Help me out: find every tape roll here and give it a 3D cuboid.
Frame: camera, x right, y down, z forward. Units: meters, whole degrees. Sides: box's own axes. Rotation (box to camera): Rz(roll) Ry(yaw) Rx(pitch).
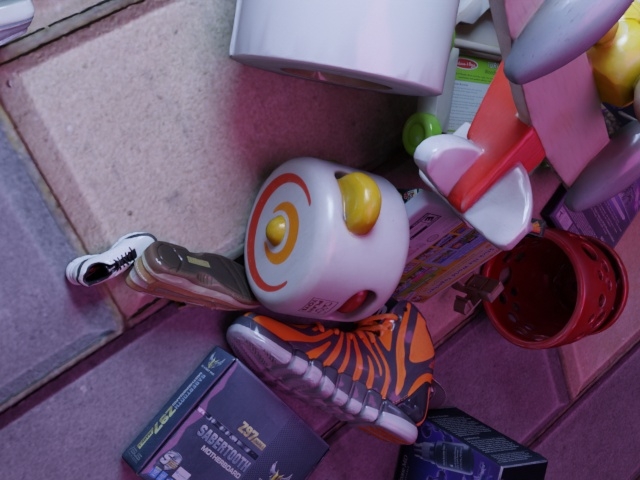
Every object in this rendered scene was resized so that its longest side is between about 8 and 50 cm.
[{"bbox_3d":[0.032,-0.263,0.838,0.246,0.246,0.169,3,100,-35],"label":"tape roll"}]

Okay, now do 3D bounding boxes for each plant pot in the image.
[{"bbox_3d":[0.384,0.077,1.209,0.174,0.191,0.191,4,100,-39],"label":"plant pot"}]

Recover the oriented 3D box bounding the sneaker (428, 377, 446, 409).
[{"bbox_3d":[0.148,0.236,1.161,0.158,0.065,0.061,26,87,-36],"label":"sneaker"}]

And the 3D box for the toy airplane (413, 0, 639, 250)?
[{"bbox_3d":[0.282,-0.156,0.815,0.386,0.272,0.384,-31,133,-43],"label":"toy airplane"}]

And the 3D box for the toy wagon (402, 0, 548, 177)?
[{"bbox_3d":[0.234,-0.229,0.995,0.267,0.068,0.344,0,101,-35],"label":"toy wagon"}]

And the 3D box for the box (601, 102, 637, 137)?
[{"bbox_3d":[0.476,-0.205,1.137,0.165,0.270,0.143,-19,68,-29],"label":"box"}]

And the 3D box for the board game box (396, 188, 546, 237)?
[{"bbox_3d":[0.186,-0.037,1.071,0.259,0.136,0.030,11,84,-36],"label":"board game box"}]

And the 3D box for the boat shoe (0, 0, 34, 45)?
[{"bbox_3d":[-0.368,-0.160,0.698,0.227,0.079,0.081,-29,127,-20],"label":"boat shoe"}]

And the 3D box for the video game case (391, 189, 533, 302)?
[{"bbox_3d":[0.140,0.017,1.028,0.206,0.227,0.026,11,53,-36],"label":"video game case"}]

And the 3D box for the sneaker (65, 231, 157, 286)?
[{"bbox_3d":[-0.231,0.025,0.855,0.109,0.044,0.040,-30,115,-27],"label":"sneaker"}]

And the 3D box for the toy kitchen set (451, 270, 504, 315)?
[{"bbox_3d":[0.219,0.063,1.153,0.068,0.083,0.075,-45,123,-17],"label":"toy kitchen set"}]

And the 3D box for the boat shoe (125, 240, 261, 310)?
[{"bbox_3d":[-0.152,0.055,0.914,0.072,0.068,0.190,-42,138,22],"label":"boat shoe"}]

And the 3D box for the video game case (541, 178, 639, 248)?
[{"bbox_3d":[0.518,-0.089,1.360,0.274,0.026,0.196,-52,125,-13],"label":"video game case"}]

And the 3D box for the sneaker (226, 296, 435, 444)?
[{"bbox_3d":[0.028,0.139,1.034,0.321,0.124,0.180,35,63,-26],"label":"sneaker"}]

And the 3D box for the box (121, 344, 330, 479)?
[{"bbox_3d":[-0.116,0.279,0.993,0.183,0.059,0.233,-49,125,-16],"label":"box"}]

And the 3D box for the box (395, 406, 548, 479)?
[{"bbox_3d":[0.225,0.368,1.162,0.108,0.207,0.153,5,98,-35],"label":"box"}]

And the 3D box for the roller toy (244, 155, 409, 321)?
[{"bbox_3d":[0.000,0.000,0.912,0.146,0.209,0.191,12,99,-34],"label":"roller toy"}]
